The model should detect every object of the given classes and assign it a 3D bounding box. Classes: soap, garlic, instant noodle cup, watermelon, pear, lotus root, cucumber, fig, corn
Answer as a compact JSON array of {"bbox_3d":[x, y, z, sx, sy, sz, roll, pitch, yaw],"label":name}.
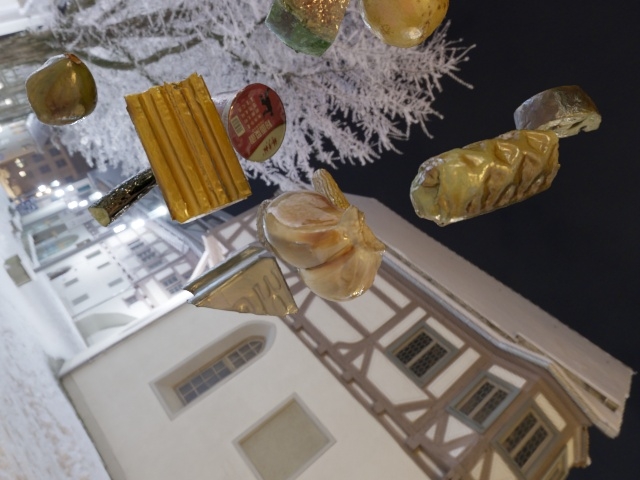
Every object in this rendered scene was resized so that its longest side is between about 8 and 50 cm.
[{"bbox_3d":[-0.241,0.184,1.380,0.159,0.302,0.258,29,-34,54],"label":"soap"},{"bbox_3d":[0.000,0.000,1.069,0.286,0.250,0.312,28,-8,-38],"label":"garlic"},{"bbox_3d":[-0.247,-0.375,1.394,0.178,0.234,0.235,18,-46,40],"label":"instant noodle cup"},{"bbox_3d":[-0.043,-0.854,1.632,0.302,0.264,0.151,-57,-156,18],"label":"watermelon"},{"bbox_3d":[0.155,-0.469,0.851,0.178,0.177,0.178,40,-32,32],"label":"pear"},{"bbox_3d":[0.681,-0.360,1.260,0.138,0.234,0.119,90,-13,-69],"label":"lotus root"},{"bbox_3d":[-0.551,-0.140,1.273,0.074,0.241,0.075,37,-22,18],"label":"cucumber"},{"bbox_3d":[-0.585,-0.344,1.004,0.165,0.154,0.144,-40,-98,21],"label":"fig"},{"bbox_3d":[-0.324,-0.220,1.078,0.325,0.204,0.096,68,-19,-4],"label":"soap"},{"bbox_3d":[0.034,-0.175,1.713,0.107,0.106,0.293,88,-19,-44],"label":"corn"}]

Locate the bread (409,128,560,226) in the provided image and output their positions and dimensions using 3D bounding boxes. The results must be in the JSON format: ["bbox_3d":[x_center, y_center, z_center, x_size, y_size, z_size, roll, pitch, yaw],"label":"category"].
[{"bbox_3d":[0.283,-0.112,0.785,0.130,0.267,0.152,57,-24,30],"label":"bread"}]

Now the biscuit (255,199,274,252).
[{"bbox_3d":[-0.202,-0.055,1.745,0.219,0.033,0.220,5,-84,54],"label":"biscuit"}]
